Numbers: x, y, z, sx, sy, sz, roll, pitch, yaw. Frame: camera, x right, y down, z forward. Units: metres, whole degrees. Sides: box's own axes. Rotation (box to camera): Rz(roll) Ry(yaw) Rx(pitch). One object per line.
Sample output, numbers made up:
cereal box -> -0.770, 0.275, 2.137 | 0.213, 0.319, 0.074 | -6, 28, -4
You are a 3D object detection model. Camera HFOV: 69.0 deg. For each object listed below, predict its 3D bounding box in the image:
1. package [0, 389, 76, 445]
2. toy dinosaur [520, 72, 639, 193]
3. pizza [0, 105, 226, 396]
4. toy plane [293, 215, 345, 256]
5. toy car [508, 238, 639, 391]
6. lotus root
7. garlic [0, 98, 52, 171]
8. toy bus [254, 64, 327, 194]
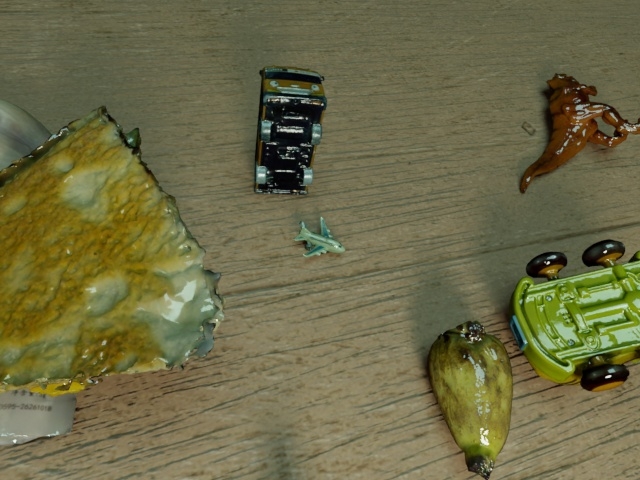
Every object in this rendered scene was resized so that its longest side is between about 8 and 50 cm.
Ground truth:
package -> -0.409, 0.132, 0.545 | 0.251, 0.062, 0.204 | -2, 56, -9
toy dinosaur -> 0.558, -0.239, 0.978 | 0.208, 0.097, 0.432 | 16, 50, 15
pizza -> -0.310, 0.006, 0.523 | 0.435, 0.080, 0.392 | -13, 54, 5
toy plane -> -0.001, 0.001, 0.735 | 0.083, 0.033, 0.080 | 25, 54, -3
toy car -> 0.398, 0.119, 0.676 | 0.248, 0.142, 0.200 | -11, 56, 5
lotus root -> 0.199, 0.207, 0.610 | 0.108, 0.094, 0.190 | -5, 64, 13
garlic -> -0.501, -0.128, 0.671 | 0.228, 0.110, 0.217 | -9, 56, -17
toy bus -> -0.053, -0.173, 0.738 | 0.098, 0.201, 0.114 | 1, 54, -11
